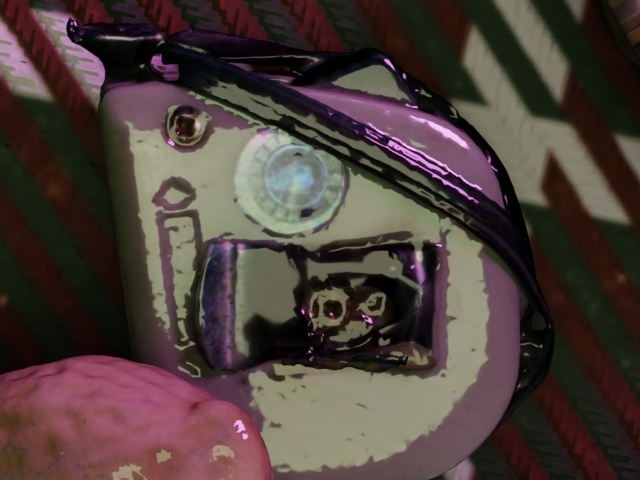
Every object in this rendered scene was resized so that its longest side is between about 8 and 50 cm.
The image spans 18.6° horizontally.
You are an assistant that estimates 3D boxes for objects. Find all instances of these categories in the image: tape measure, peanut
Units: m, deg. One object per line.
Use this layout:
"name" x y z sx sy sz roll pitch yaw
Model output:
"tape measure" 0.000 0.000 0.909 0.207 0.115 0.235 -7 99 -1
"peanut" -0.133 0.109 0.857 0.256 0.123 0.123 2 101 28

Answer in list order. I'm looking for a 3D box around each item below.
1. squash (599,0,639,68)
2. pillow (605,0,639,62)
"squash" 0.247 -0.066 0.941 0.318 0.071 0.080 26 61 -4
"pillow" 0.216 -0.134 0.889 0.208 0.052 0.212 -25 82 -19
